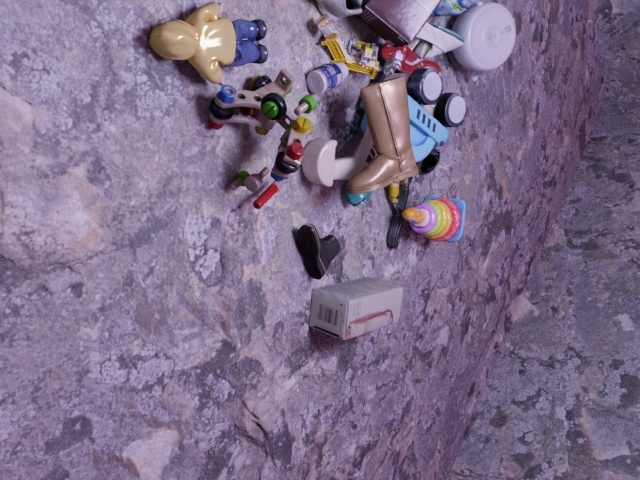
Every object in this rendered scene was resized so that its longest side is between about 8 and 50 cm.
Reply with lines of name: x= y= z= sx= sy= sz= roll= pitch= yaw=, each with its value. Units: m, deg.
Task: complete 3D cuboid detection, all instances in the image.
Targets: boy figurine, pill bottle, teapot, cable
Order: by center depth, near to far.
boy figurine: x=-0.240 y=-0.427 z=1.238 sx=0.285 sy=0.092 sz=0.177 roll=-22 pitch=117 yaw=-44
pill bottle: x=0.023 y=-0.454 z=1.564 sx=0.120 sy=0.067 sz=0.067 roll=-38 pitch=127 yaw=-38
cable: x=0.267 y=-0.119 z=1.983 sx=0.139 sy=0.072 sz=0.287 roll=-44 pitch=145 yaw=-57
teapot: x=0.563 y=-0.742 z=2.050 sx=0.252 sy=0.187 sz=0.256 roll=16 pitch=101 yaw=-29

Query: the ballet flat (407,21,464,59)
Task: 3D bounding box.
ballet flat: x=0.321 y=-0.667 z=1.839 sx=0.400 sy=0.139 sz=0.139 roll=5 pitch=96 yaw=-47

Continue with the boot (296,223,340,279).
boot: x=0.000 y=0.000 z=1.666 sx=0.137 sy=0.076 sz=0.198 roll=-50 pitch=147 yaw=-36

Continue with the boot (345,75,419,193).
boot: x=0.147 y=-0.284 z=1.536 sx=0.236 sy=0.089 sz=0.270 roll=-22 pitch=111 yaw=-21

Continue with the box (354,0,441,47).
box: x=0.228 y=-0.679 z=1.580 sx=0.167 sy=0.168 sz=0.203 roll=34 pitch=97 yaw=-16

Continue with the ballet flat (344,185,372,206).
ballet flat: x=0.160 y=-0.202 z=1.791 sx=0.247 sy=0.083 sz=0.087 roll=-42 pitch=115 yaw=-38

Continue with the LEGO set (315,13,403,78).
LEGO set: x=0.091 y=-0.560 z=1.594 sx=0.287 sy=0.132 sz=0.107 roll=20 pitch=66 yaw=-29

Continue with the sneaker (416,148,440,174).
sneaker: x=0.364 y=-0.308 z=1.935 sx=0.295 sy=0.146 sz=0.105 roll=-36 pitch=142 yaw=-37

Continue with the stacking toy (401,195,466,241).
stacking toy: x=0.377 y=-0.080 z=1.996 sx=0.301 sy=0.175 sz=0.166 roll=2 pitch=97 yaw=-53

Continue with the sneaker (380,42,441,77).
sneaker: x=0.267 y=-0.558 z=1.821 sx=0.221 sy=0.128 sz=0.087 roll=22 pitch=85 yaw=-21

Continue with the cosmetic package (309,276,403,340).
cosmetic package: x=0.118 y=0.209 z=1.794 sx=0.296 sy=0.153 sz=0.129 roll=-7 pitch=107 yaw=-48

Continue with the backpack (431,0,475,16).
backpack: x=0.384 y=-0.888 z=1.764 sx=0.290 sy=0.273 sz=0.356 roll=-39 pitch=142 yaw=-59

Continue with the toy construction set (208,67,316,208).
toy construction set: x=-0.109 y=-0.263 z=1.368 sx=0.237 sy=0.257 sz=0.309 roll=-52 pitch=156 yaw=-45

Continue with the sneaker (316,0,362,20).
sneaker: x=0.014 y=-0.658 z=1.456 sx=0.262 sy=0.121 sz=0.099 roll=9 pitch=92 yaw=-51

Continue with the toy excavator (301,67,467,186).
toy excavator: x=0.189 y=-0.312 z=1.696 sx=0.433 sy=0.222 sz=0.445 roll=26 pitch=84 yaw=-40
